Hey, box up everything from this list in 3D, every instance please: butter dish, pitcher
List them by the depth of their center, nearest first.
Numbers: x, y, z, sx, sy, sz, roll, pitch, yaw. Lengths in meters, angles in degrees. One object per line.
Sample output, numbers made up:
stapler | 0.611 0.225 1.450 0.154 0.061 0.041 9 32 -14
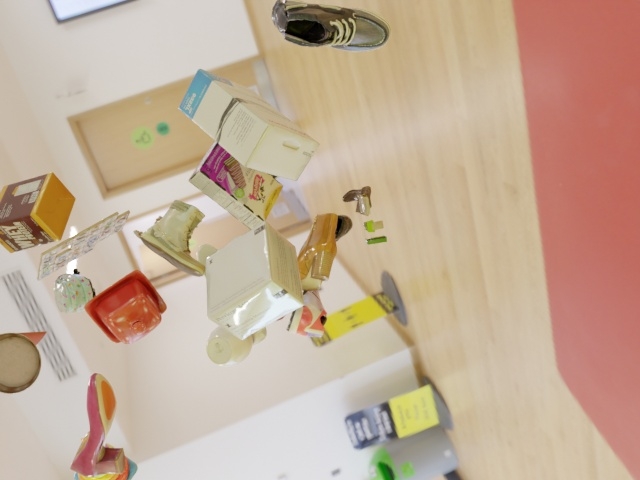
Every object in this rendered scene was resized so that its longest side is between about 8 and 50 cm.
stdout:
butter dish | -0.448 0.182 1.564 0.118 0.160 0.160 41 162 47
pitcher | -0.277 0.313 1.972 0.126 0.177 0.207 61 -160 2

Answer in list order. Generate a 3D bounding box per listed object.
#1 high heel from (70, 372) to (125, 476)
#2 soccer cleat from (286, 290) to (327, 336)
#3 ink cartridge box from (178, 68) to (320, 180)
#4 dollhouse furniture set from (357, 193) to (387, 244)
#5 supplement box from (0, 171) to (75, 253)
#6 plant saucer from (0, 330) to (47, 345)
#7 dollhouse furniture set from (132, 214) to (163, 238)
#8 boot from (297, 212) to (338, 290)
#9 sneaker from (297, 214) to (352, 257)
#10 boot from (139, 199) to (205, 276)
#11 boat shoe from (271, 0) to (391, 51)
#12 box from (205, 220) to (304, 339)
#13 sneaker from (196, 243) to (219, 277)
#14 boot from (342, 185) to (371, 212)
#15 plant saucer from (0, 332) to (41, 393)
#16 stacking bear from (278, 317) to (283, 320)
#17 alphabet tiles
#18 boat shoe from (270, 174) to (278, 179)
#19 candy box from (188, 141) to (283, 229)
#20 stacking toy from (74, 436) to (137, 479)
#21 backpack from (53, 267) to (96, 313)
high heel | -0.470 0.374 1.323 0.082 0.117 0.244 -82 -10 -62
soccer cleat | -0.028 0.237 2.161 0.318 0.116 0.109 -62 -8 -75
ink cartridge box | -0.188 -0.303 1.733 0.307 0.129 0.223 42 -162 30
dollhouse furniture set | 0.153 -0.066 1.916 0.076 0.058 0.152 -147 47 -79
supplement box | -0.924 -0.088 2.095 0.129 0.194 0.191 62 -159 -45
plant saucer | -1.004 0.313 1.953 0.259 0.258 0.048 17 -116 -70
dollhouse furniture set | -0.498 -0.059 2.051 0.123 0.151 0.144 37 176 -34
boot | -0.020 0.035 2.022 0.295 0.104 0.211 151 133 -63
sneaker | 0.000 0.000 2.114 0.087 0.227 0.130 50 -171 14
boot | -0.366 -0.010 1.797 0.213 0.165 0.077 31 156 17
boat shoe | 0.041 -0.560 1.766 0.158 0.340 0.127 -105 23 -54
box | -0.147 0.088 1.439 0.119 0.181 0.182 41 -153 -39
sneaker | -0.375 0.096 2.291 0.151 0.094 0.256 33 158 52
boot | 0.113 -0.116 2.059 0.037 0.106 0.114 49 -151 -33
plant saucer | -0.852 0.337 1.813 0.029 0.168 0.169 -171 60 -89
stacking bear | -0.187 0.095 2.166 0.175 0.164 0.289 -57 -32 -54
alphabet tiles | -0.567 0.006 1.574 0.009 0.237 0.198 54 148 2
boat shoe | -0.122 -0.282 2.356 0.075 0.226 0.083 35 165 48
candy box | -0.235 -0.161 1.856 0.233 0.159 0.071 39 138 -19
stacking toy | -0.719 0.708 2.114 0.175 0.166 0.302 28 145 17
backpack | -0.810 0.180 2.159 0.182 0.115 0.152 -1 107 54
